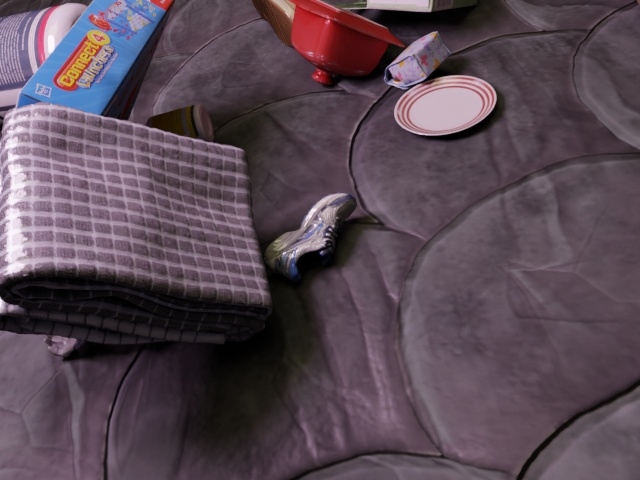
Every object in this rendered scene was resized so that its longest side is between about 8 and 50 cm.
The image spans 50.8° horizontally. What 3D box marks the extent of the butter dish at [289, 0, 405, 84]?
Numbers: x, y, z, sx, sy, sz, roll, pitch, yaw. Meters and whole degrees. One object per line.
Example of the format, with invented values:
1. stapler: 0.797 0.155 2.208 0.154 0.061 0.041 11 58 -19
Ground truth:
1. butter dish: 0.022 -0.303 1.059 0.160 0.118 0.160 8 25 -37

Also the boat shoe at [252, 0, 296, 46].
1. boat shoe: -0.064 -0.441 1.234 0.089 0.104 0.285 -28 42 -3

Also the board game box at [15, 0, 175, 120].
1. board game box: -0.328 -0.162 0.923 0.086 0.308 0.301 25 45 -15

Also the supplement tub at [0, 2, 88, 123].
1. supplement tub: -0.518 -0.312 1.218 0.272 0.191 0.191 -3 45 18

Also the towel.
1. towel: -0.189 -0.013 0.702 0.284 0.121 0.235 10 44 -33

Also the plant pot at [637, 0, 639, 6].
1. plant pot: 0.496 -0.448 0.893 0.257 0.274 0.256 -11 44 10

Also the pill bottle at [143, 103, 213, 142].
1. pill bottle: -0.231 -0.168 1.048 0.116 0.065 0.065 -13 43 8

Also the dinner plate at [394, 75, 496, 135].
1. dinner plate: 0.174 -0.186 0.942 0.141 0.017 0.141 -11 44 11

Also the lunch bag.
1. lunch bag: 0.142 -0.266 1.010 0.071 0.053 0.083 -46 21 -27

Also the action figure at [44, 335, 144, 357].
1. action figure: -0.289 0.043 0.783 0.141 0.276 0.164 -30 55 49

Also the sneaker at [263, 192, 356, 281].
1. sneaker: 0.000 0.000 0.803 0.135 0.052 0.058 -43 56 -12

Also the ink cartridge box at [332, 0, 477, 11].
1. ink cartridge box: 0.123 -0.417 1.129 0.235 0.056 0.171 17 29 33
